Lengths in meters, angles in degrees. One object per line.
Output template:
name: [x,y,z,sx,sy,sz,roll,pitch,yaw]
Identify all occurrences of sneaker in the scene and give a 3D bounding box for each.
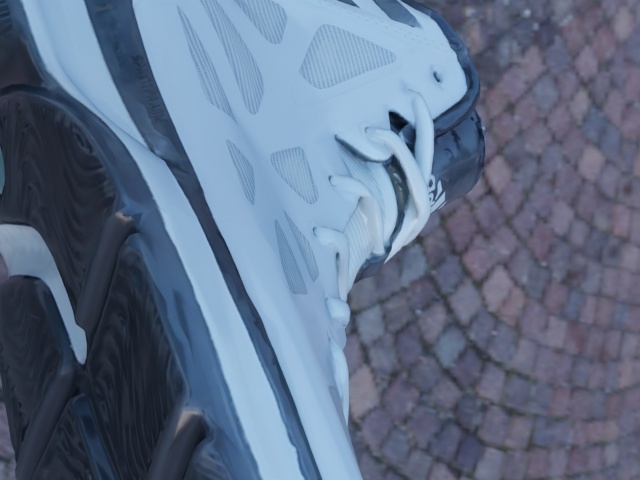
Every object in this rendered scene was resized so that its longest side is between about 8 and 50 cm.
sneaker: [0.000,-0.001,0.543,0.258,0.447,0.169,-4,141,-30]
